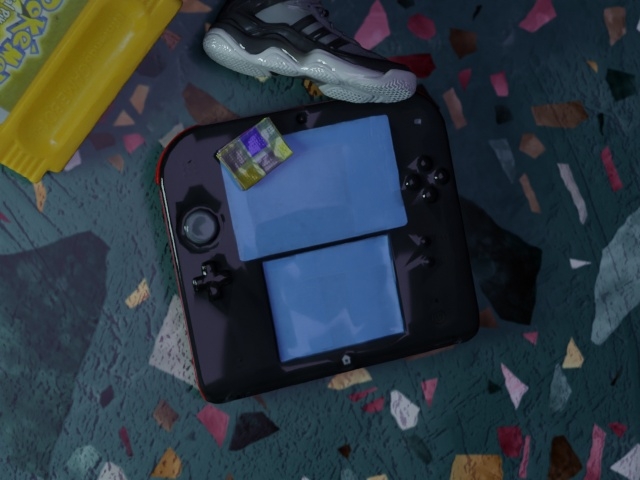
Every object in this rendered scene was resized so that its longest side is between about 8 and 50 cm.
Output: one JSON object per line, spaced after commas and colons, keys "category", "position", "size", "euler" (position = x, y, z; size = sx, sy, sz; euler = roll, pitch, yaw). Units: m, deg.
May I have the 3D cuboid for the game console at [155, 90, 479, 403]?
{"category": "game console", "position": [0.000, 0.000, 1.999], "size": [0.386, 0.060, 0.342], "euler": [-12, 91, -18]}

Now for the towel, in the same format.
{"category": "towel", "position": [-0.080, -0.105, 1.942], "size": [0.083, 0.009, 0.060], "euler": [-37, 100, -15]}

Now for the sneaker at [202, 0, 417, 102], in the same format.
{"category": "sneaker", "position": [-0.001, -0.266, 1.954], "size": [0.268, 0.101, 0.153], "euler": [14, 81, 5]}

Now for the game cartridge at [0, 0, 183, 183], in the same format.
{"category": "game cartridge", "position": [-0.365, -0.250, 1.809], "size": [0.323, 0.053, 0.285], "euler": [32, 101, -26]}
